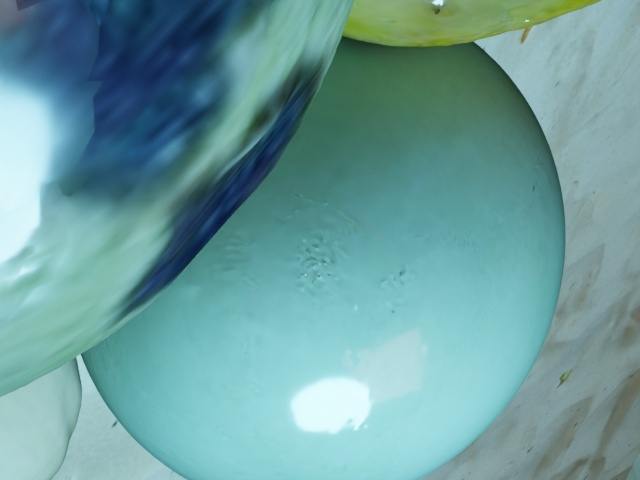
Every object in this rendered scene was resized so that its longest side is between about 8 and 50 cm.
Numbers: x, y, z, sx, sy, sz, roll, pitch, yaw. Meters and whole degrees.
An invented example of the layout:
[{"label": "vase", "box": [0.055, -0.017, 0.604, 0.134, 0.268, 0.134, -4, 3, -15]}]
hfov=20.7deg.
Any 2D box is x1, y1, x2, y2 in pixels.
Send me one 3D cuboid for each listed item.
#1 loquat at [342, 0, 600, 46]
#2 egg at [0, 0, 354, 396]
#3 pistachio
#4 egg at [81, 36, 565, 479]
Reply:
[{"label": "loquat", "box": [0.067, -0.235, 0.854, 0.275, 0.275, 0.275, -43, 156, -24]}, {"label": "egg", "box": [-0.163, -0.136, 0.400, 0.345, 0.345, 0.428, -46, 142, -17]}, {"label": "pistachio", "box": [-0.199, 0.064, 0.905, 0.144, 0.144, 0.215, -47, 146, -15]}, {"label": "egg", "box": [0.000, 0.000, 0.992, 0.276, 0.276, 0.389, -63, 180, 25]}]
